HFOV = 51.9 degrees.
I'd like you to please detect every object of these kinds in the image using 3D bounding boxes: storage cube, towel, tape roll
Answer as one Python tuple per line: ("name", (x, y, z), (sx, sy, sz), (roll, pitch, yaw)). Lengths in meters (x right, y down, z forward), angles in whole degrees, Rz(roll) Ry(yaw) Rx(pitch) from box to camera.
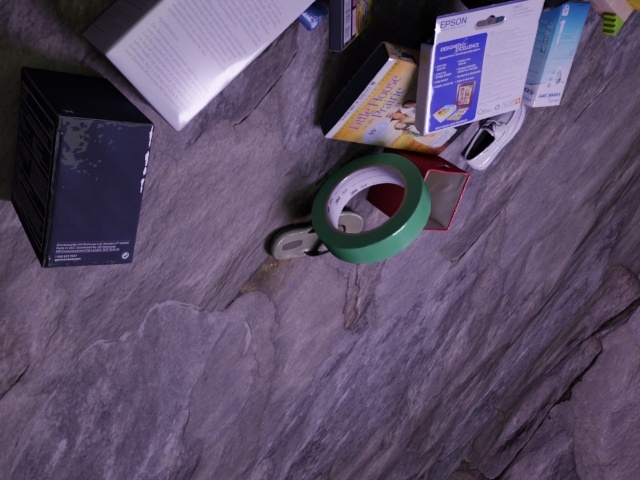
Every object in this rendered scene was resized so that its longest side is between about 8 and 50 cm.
("storage cube", (0.284, -0.153, 1.936), (0.183, 0.193, 0.215), (0, 119, -38))
("towel", (-0.037, -0.551, 1.538), (0.067, 0.029, 0.119), (-49, 136, 1))
("tape roll", (0.134, -0.090, 1.770), (0.321, 0.321, 0.077), (-43, 135, -7))

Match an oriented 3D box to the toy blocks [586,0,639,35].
("toy blocks", (0.904, -0.861, 1.980), (0.261, 0.191, 0.381), (29, 99, -34))

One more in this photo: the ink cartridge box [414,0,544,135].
("ink cartridge box", (0.377, -0.431, 1.594), (0.303, 0.072, 0.307), (-17, 132, -18))

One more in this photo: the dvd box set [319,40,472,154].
("dvd box set", (0.248, -0.359, 1.743), (0.420, 0.062, 0.307), (3, 148, -35))

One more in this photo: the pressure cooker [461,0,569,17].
("pressure cooker", (0.506, -0.762, 1.582), (0.420, 0.369, 0.376), (40, 64, -46))

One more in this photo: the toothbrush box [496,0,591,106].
("toothbrush box", (0.614, -0.561, 1.904), (0.126, 0.216, 0.296), (-11, 123, -32))

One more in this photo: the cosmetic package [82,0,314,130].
("cosmetic package", (-0.227, -0.475, 1.347), (0.453, 0.161, 0.230), (-44, 135, -5))

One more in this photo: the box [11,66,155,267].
("box", (-0.471, -0.145, 1.281), (0.182, 0.296, 0.294), (-3, 120, -36))

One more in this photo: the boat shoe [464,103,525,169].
("boat shoe", (0.553, -0.342, 2.088), (0.084, 0.095, 0.258), (20, 103, -48))

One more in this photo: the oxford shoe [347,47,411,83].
("oxford shoe", (0.163, -0.451, 1.731), (0.212, 0.076, 0.076), (-38, 130, -9))

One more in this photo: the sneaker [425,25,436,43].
("sneaker", (0.417, -0.498, 1.842), (0.330, 0.147, 0.130), (32, 96, -45))

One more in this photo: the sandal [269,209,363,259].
("sandal", (-0.001, 0.002, 1.894), (0.302, 0.086, 0.120), (-20, 129, -26))

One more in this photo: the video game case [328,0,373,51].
("video game case", (0.073, -0.599, 1.490), (0.248, 0.035, 0.275), (-57, 152, -51))
